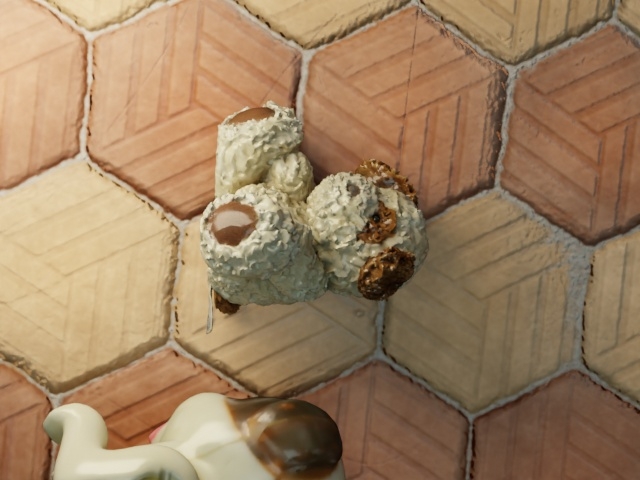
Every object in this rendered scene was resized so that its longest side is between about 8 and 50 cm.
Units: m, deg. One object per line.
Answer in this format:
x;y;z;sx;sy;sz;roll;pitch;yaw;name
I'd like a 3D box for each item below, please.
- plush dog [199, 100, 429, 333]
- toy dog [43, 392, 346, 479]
0.000;0.000;1.455;0.225;0.262;0.211;2;126;1;plush dog
-0.138;0.309;1.371;0.395;0.285;0.408;23;49;25;toy dog
